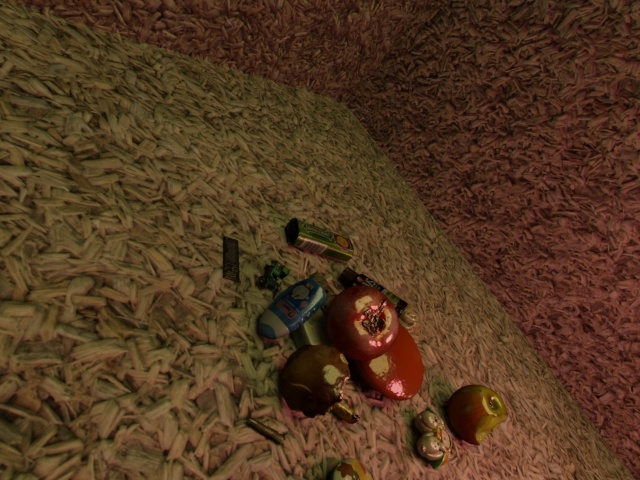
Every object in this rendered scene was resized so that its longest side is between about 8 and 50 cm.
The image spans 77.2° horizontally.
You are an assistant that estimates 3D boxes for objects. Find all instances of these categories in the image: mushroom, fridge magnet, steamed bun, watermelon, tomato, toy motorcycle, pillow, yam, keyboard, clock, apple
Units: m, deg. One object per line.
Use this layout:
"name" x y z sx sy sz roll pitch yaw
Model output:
"mushroom" -0.011 0.506 1.316 0.208 0.233 0.301 -31 123 -48
"fridge magnet" 0.269 0.470 1.630 0.364 0.155 0.363 26 41 -25
"steamed bun" 0.397 0.406 1.875 0.211 0.144 0.218 44 33 -7
"watermelon" 0.017 0.215 1.590 0.241 0.095 0.154 60 -4 -33
"tomato" 0.147 0.301 1.462 0.271 0.227 0.269 8 69 -21
"toy motorcycle" -0.182 0.142 1.567 0.100 0.058 0.173 46 29 -13
"pillow" 0.106 0.778 1.194 0.214 0.086 0.233 43 28 -27
"yam" -0.160 0.550 1.169 0.129 0.027 0.033 40 72 -14
"keyboard" -0.336 0.067 1.511 0.067 0.011 0.202 22 39 -33
"clock" 0.433 0.764 1.562 0.144 0.103 0.230 41 32 -26
"apple" 0.693 0.760 1.758 0.246 0.226 0.246 28 37 -24

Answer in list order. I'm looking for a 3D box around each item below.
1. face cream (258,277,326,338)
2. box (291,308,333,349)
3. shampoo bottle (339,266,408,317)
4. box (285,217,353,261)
"face cream" -0.107 0.245 1.420 0.264 0.083 0.149 -39 52 -24
"box" -0.039 0.330 1.507 0.135 0.079 0.269 7 49 -46
"shampoo bottle" 0.237 0.236 1.838 0.323 0.084 0.129 35 35 18
"box" 0.000 0.000 1.898 0.346 0.097 0.134 20 39 -36
